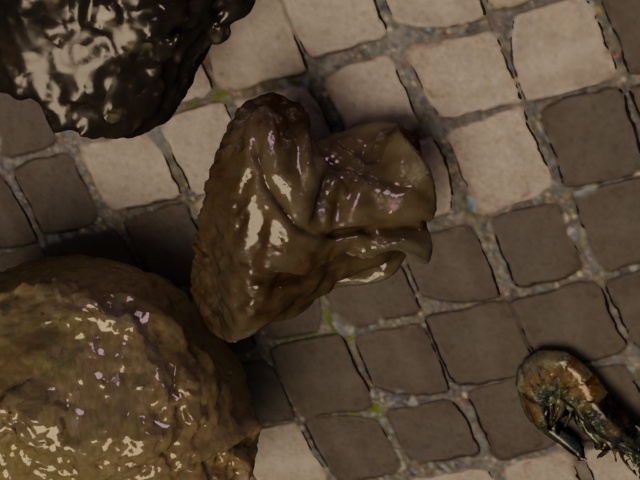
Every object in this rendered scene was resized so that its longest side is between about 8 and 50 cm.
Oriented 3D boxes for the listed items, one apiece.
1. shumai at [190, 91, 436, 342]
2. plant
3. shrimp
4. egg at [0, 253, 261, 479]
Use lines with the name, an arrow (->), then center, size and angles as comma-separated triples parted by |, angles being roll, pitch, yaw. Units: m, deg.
shumai -> -0.001, 0.000, 1.334 | 0.185, 0.184, 0.218 | 20, 112, 10
plant -> -0.158, -0.204, 1.263 | 0.204, 0.178, 0.234 | 27, 105, 9
shrimp -> 0.239, 0.161, 1.447 | 0.161, 0.034, 0.091 | 45, 136, -3
egg -> -0.201, 0.144, 1.454 | 0.310, 0.279, 0.279 | 23, 125, -2
